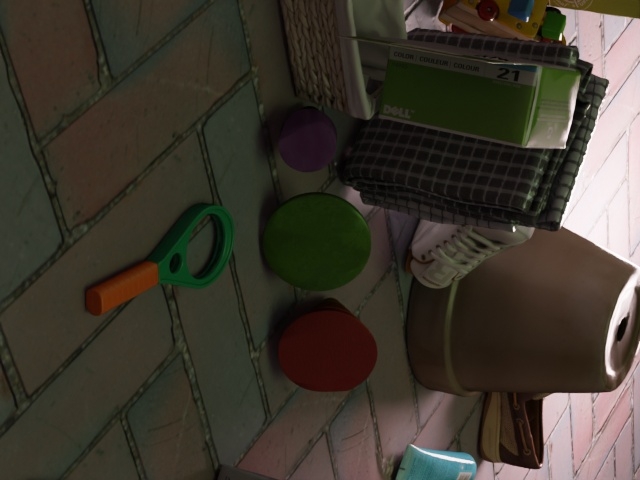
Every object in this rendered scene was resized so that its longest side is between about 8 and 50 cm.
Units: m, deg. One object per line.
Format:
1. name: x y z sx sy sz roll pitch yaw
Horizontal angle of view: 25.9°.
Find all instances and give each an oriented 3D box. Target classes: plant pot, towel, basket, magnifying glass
1. plant pot: 0.324 0.104 2.081 0.323 0.280 0.323 -34 131 -50
2. towel: 0.189 -0.140 1.730 0.121 0.284 0.235 47 60 -51
3. basket: 0.027 -0.239 1.587 0.113 0.103 0.167 -49 140 -40
4. magnifying glass: -0.162 0.025 1.452 0.231 0.026 0.092 -32 129 -54

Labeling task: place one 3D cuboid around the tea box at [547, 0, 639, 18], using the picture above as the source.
1. tea box: 0.426 -0.494 1.959 0.329 0.324 0.220 -52 143 -36

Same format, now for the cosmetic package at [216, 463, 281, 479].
1. cosmetic package: -0.031 0.406 1.634 0.138 0.224 0.224 38 68 -60

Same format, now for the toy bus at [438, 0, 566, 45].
1. toy bus: 0.266 -0.310 1.890 0.202 0.191 0.104 43 64 -58

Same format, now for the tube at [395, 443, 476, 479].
1. tube: 0.175 0.357 2.168 0.207 0.052 0.080 14 90 -57

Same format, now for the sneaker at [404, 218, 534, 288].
1. sneaker: 0.194 0.011 1.863 0.123 0.106 0.290 -62 -169 -12

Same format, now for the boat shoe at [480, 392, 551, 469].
1. boat shoe: 0.351 0.227 2.340 0.123 0.123 0.342 -20 119 -57

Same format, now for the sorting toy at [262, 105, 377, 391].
1. sorting toy: 0.000 0.000 1.680 0.126 0.127 0.365 -85 171 -63

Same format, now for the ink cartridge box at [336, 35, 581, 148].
1. ink cartridge box: 0.148 -0.163 1.531 0.255 0.189 0.097 -8 110 -59
